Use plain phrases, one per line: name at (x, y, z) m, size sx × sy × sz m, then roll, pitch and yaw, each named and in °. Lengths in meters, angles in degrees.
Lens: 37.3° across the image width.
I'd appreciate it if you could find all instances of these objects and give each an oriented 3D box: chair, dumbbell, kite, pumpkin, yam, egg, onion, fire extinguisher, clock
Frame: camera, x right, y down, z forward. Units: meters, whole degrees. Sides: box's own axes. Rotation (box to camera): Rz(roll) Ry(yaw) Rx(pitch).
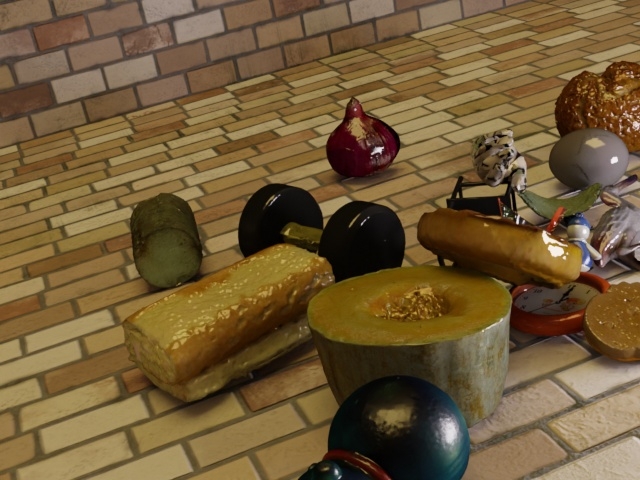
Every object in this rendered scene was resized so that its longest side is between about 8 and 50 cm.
chair at (0.332, -0.030, 1.974) m, size 0.142 × 0.154 × 0.260 m, roll -3°, pitch 24°, yaw 19°
dumbbell at (0.000, 0.000, 1.994) m, size 0.322 × 0.203 × 0.204 m, roll 15°, pitch 35°, yaw 43°
kite at (0.428, 0.008, 1.876) m, size 0.189 × 0.232 × 0.009 m, roll -55°, pitch -7°, yaw -7°
pumpkin at (0.148, 0.185, 1.566) m, size 0.333 × 0.199 × 0.332 m, roll -3°, pitch 21°, yaw 1°
yam at (-0.366, -0.007, 2.233) m, size 0.161 × 0.161 × 0.268 m, roll -14°, pitch 27°, yaw -6°
egg at (0.617, -0.186, 2.191) m, size 0.146 × 0.146 × 0.199 m, roll -30°, pitch 16°, yaw -35°
onion at (0.098, -0.271, 2.516) m, size 0.195 × 0.218 × 0.140 m, roll 6°, pitch 31°, yaw 36°
fire extinguisher at (0.551, -0.034, 2.035) m, size 0.038 × 0.025 × 0.083 m, roll -20°, pitch 26°, yaw -13°
clock at (0.434, 0.116, 1.731) m, size 0.205 × 0.051 × 0.205 m, roll -11°, pitch 23°, yaw 5°

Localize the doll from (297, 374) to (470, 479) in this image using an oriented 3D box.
doll at (0.087, 0.308, 1.313) m, size 0.199 × 0.186 × 0.322 m, roll 8°, pitch 34°, yaw 36°

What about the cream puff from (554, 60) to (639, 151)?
cream puff at (0.740, -0.340, 2.395) m, size 0.303 × 0.212 × 0.303 m, roll -13°, pitch 26°, yaw 7°

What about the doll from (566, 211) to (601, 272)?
doll at (0.495, 0.013, 1.837) m, size 0.099 × 0.142 × 0.058 m, roll -1°, pitch -15°, yaw 35°

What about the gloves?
gloves at (0.363, -0.160, 1.941) m, size 0.111 × 0.127 × 0.212 m, roll -11°, pitch 9°, yaw 25°

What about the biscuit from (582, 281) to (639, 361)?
biscuit at (0.525, 0.142, 1.606) m, size 0.170 × 0.050 × 0.170 m, roll 0°, pitch 43°, yaw 0°

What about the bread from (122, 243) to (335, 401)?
bread at (-0.168, 0.148, 1.792) m, size 0.375 × 0.165 × 0.237 m, roll -28°, pitch 27°, yaw -30°

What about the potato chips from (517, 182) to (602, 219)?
potato chips at (0.518, -0.090, 2.077) m, size 0.228 × 0.059 × 0.167 m, roll -7°, pitch 16°, yaw -19°

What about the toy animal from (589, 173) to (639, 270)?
toy animal at (0.609, -0.023, 1.907) m, size 0.195 × 0.090 × 0.324 m, roll -8°, pitch 34°, yaw -5°

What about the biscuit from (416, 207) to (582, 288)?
biscuit at (0.315, 0.019, 1.690) m, size 0.297 × 0.101 × 0.296 m, roll 16°, pitch -5°, yaw 1°
